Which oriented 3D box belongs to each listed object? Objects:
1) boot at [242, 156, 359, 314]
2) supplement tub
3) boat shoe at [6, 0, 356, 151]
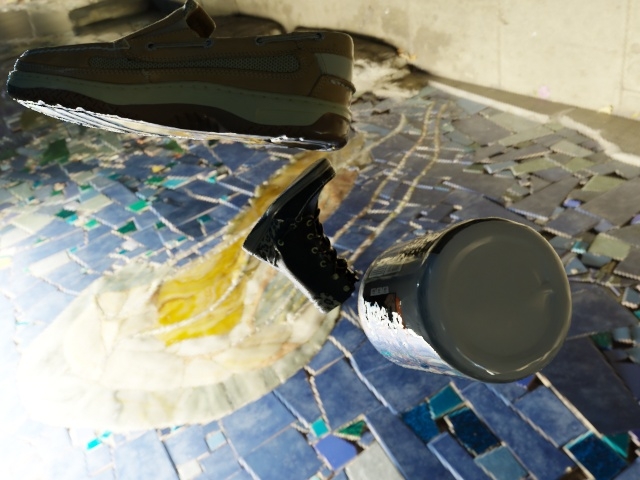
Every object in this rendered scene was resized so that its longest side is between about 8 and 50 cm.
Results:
[{"bbox_3d":[0.000,0.000,0.902,0.179,0.085,0.236,43,136,-2],"label":"boot"},{"bbox_3d":[0.179,0.090,0.878,0.207,0.207,0.338,62,165,1],"label":"supplement tub"},{"bbox_3d":[-0.074,-0.094,0.330,0.068,0.190,0.072,-14,-69,-85],"label":"boat shoe"}]
